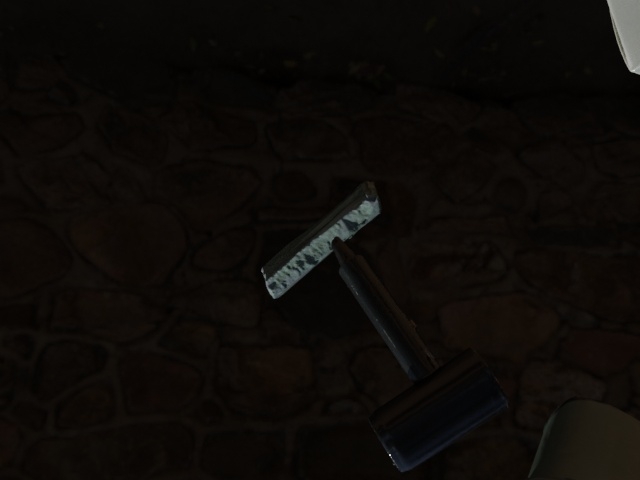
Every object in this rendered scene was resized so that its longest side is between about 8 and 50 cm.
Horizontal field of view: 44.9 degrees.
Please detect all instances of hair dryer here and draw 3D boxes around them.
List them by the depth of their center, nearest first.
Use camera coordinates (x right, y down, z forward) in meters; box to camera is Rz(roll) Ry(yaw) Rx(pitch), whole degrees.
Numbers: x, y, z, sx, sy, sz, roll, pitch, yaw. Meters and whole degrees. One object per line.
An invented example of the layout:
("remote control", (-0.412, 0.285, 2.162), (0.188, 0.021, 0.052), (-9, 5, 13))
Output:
("hair dryer", (0.066, 0.103, 0.802), (0.128, 0.255, 0.070), (-35, 151, -3))

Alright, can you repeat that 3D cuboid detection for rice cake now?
("rice cake", (0.000, 0.000, 1.141), (0.226, 0.085, 0.040), (-40, 107, 15))

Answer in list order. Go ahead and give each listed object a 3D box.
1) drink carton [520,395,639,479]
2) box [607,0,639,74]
("drink carton", (0.328, 0.308, 0.935), (0.185, 0.189, 0.191), (27, 129, 19))
("box", (0.419, -0.235, 0.630), (0.200, 0.106, 0.299), (7, 155, -32))
